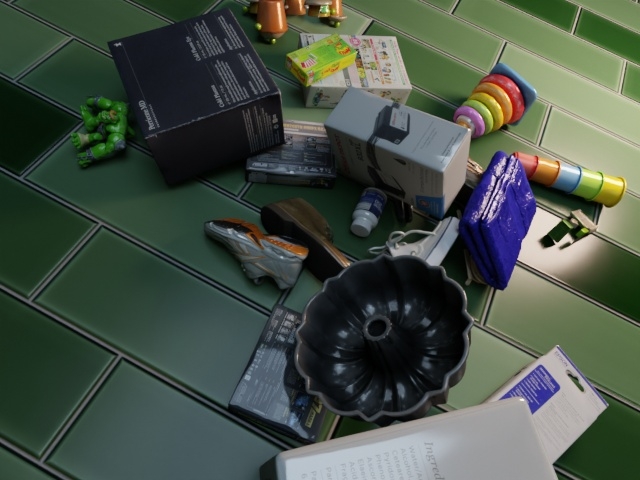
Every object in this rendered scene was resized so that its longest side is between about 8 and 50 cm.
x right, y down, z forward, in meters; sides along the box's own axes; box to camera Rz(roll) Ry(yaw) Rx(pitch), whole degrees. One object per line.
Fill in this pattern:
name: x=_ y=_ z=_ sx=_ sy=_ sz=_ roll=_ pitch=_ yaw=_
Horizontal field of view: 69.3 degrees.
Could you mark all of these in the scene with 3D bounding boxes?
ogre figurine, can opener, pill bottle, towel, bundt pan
ogre figurine: x=-0.528 y=-0.278 z=1.133 sx=0.118 sy=0.096 sz=0.196 roll=-7 pitch=46 yaw=4
can opener: x=0.217 y=-0.134 z=1.227 sx=0.059 sy=0.073 sz=0.185 roll=11 pitch=69 yaw=-15
pill bottle: x=0.119 y=-0.070 z=1.163 sx=0.067 sy=0.067 sz=0.120 roll=25 pitch=60 yaw=2
towel: x=0.455 y=-0.056 z=1.145 sx=0.227 sy=0.076 sz=0.308 roll=55 pitch=52 yaw=-22
bundt pan: x=0.124 y=0.190 z=0.861 sx=0.331 sy=0.124 sz=0.330 roll=-17 pitch=45 yaw=17

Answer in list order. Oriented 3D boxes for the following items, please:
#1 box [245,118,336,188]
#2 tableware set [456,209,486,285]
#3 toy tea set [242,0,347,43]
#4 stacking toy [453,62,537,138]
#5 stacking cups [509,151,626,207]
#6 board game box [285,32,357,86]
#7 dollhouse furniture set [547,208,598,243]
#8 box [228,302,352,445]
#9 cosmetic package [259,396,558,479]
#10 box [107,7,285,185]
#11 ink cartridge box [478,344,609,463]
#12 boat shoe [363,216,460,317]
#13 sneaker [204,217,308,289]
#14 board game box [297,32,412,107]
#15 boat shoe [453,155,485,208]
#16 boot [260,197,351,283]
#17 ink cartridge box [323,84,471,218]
box: x=-0.078 y=-0.233 z=1.218 sx=0.231 sy=0.056 sz=0.182 roll=3 pitch=60 yaw=-10
tableware set: x=0.392 y=0.022 z=1.180 sx=0.128 sy=0.039 sz=0.194 roll=12 pitch=63 yaw=-32
toy tea set: x=-0.071 y=-0.703 z=1.470 sx=0.337 sy=0.124 sz=0.200 roll=-7 pitch=34 yaw=-12
stacking toy: x=0.463 y=-0.363 z=1.368 sx=0.302 sy=0.175 sz=0.165 roll=-39 pitch=74 yaw=-13
stacking cups: x=0.704 y=-0.190 z=1.339 sx=0.317 sy=0.096 sz=0.095 roll=19 pitch=60 yaw=0
board game box: x=0.002 y=-0.503 z=1.284 sx=0.181 sy=0.043 sz=0.092 roll=-35 pitch=73 yaw=-25
dollhouse furniture set: x=0.701 y=-0.034 z=1.291 sx=0.152 sy=0.058 sz=0.076 roll=-13 pitch=56 yaw=-39
box: x=-0.056 y=0.267 z=0.945 sx=0.184 sy=0.059 sz=0.232 roll=23 pitch=59 yaw=1
cosmetic package: x=0.133 y=0.467 z=0.718 sx=0.394 sy=0.329 sz=0.327 roll=-7 pitch=63 yaw=-14
box: x=-0.299 y=-0.359 z=1.135 sx=0.313 sy=0.178 sz=0.343 roll=-22 pitch=63 yaw=-13
ink cartridge box: x=0.444 y=0.381 z=0.985 sx=0.333 sy=0.065 sz=0.165 roll=-27 pitch=70 yaw=-22
boat shoe: x=0.184 y=0.052 z=1.084 sx=0.157 sy=0.135 sz=0.367 roll=37 pitch=70 yaw=13
sneaker: x=-0.159 y=0.032 z=1.036 sx=0.263 sy=0.120 sz=0.099 roll=21 pitch=18 yaw=23
board game box: x=0.095 y=-0.504 z=1.382 sx=0.304 sy=0.097 sz=0.223 roll=-3 pitch=63 yaw=-12
boat shoe: x=0.352 y=-0.195 z=1.267 sx=0.307 sy=0.110 sz=0.104 roll=41 pitch=57 yaw=0
boot: x=0.000 y=0.000 z=1.071 sx=0.115 sy=0.112 sz=0.305 roll=-28 pitch=61 yaw=-36
ink cartridge box: x=0.183 y=-0.208 z=1.110 sx=0.308 sy=0.223 sz=0.129 roll=28 pitch=76 yaw=23
